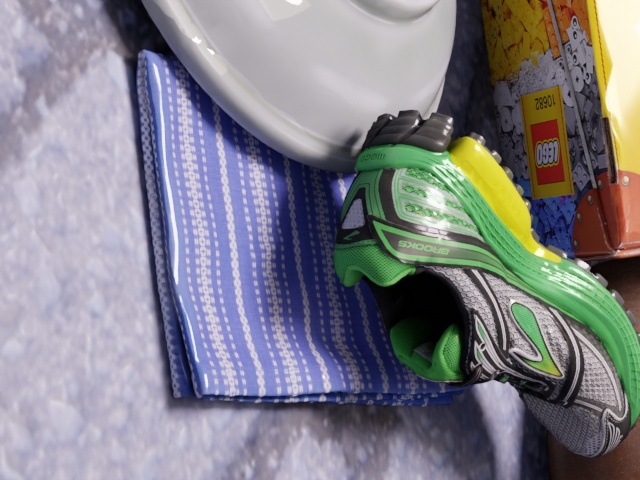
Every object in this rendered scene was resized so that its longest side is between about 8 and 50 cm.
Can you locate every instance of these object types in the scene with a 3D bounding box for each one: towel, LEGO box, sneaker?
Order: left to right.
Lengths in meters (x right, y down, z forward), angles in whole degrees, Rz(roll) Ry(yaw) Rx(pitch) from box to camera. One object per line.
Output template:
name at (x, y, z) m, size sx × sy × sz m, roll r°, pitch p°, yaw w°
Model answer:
towel at (0.000, 0.000, 1.210) m, size 0.336 × 0.040 × 0.243 m, roll 7°, pitch 71°, yaw -53°
sneaker at (0.118, 0.063, 1.231) m, size 0.343 × 0.134 × 0.146 m, roll 44°, pitch 61°, yaw -31°
LEGO box at (0.411, -0.195, 1.467) m, size 0.500 × 0.193 × 0.372 m, roll -7°, pitch 90°, yaw -18°

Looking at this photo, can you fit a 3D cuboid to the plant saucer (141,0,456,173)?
plant saucer at (0.001, -0.251, 1.231) m, size 0.400 × 0.100 × 0.400 m, roll 29°, pitch 51°, yaw -43°

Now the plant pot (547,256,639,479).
plant pot at (0.282, 0.137, 1.432) m, size 0.215 × 0.215 × 0.230 m, roll 28°, pitch 41°, yaw -46°
